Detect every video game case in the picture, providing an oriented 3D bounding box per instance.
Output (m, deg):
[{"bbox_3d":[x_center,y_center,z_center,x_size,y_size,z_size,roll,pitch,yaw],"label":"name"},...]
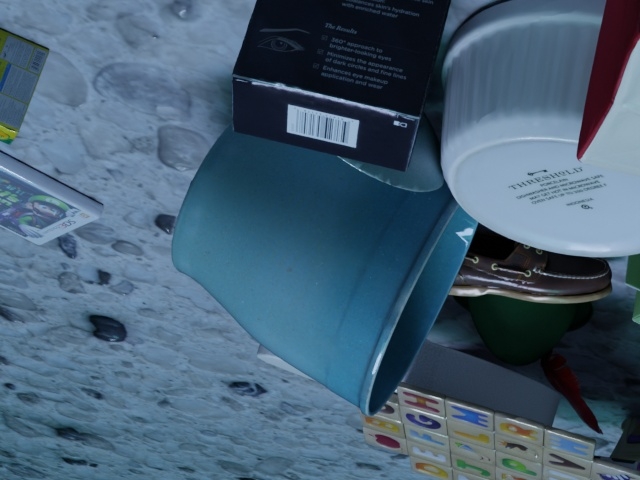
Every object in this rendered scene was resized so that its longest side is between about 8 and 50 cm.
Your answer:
[{"bbox_3d":[-0.395,-0.057,1.844,0.190,0.022,0.173,29,152,-28],"label":"video game case"}]

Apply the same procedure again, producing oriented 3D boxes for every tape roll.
[{"bbox_3d":[0.110,0.174,1.869,0.392,0.072,0.392,18,173,2],"label":"tape roll"}]

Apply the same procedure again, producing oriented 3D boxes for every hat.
[{"bbox_3d":[0.226,0.142,1.720,0.173,0.183,0.208,19,155,-7],"label":"hat"}]

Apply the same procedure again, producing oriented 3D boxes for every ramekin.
[{"bbox_3d":[0.230,-0.088,1.298,0.273,0.127,0.273,12,156,6],"label":"ramekin"}]

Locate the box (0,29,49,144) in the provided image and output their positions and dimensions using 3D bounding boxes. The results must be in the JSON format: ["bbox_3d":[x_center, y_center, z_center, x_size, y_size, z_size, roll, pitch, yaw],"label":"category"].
[{"bbox_3d":[-0.377,-0.179,1.478,0.179,0.105,0.043,24,153,-17],"label":"box"}]

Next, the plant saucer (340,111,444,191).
[{"bbox_3d":[0.042,-0.121,1.325,0.195,0.195,0.037,25,116,-21],"label":"plant saucer"}]

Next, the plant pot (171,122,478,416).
[{"bbox_3d":[0.000,0.000,1.489,0.255,0.271,0.271,27,158,12],"label":"plant pot"}]

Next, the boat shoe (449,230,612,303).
[{"bbox_3d":[0.218,0.025,1.614,0.207,0.073,0.073,2,113,13],"label":"boat shoe"}]

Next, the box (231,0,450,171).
[{"bbox_3d":[0.020,-0.159,1.227,0.156,0.158,0.093,14,153,4],"label":"box"}]

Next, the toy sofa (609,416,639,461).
[{"bbox_3d":[0.573,0.295,1.932,0.362,0.177,0.150,-12,120,45],"label":"toy sofa"}]

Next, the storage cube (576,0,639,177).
[{"bbox_3d":[0.307,-0.154,1.037,0.215,0.193,0.183,15,156,2],"label":"storage cube"}]

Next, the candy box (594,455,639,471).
[{"bbox_3d":[0.334,0.322,1.897,0.233,0.071,0.159,2,162,39],"label":"candy box"}]

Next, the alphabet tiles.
[{"bbox_3d":[0.207,0.256,1.732,0.343,0.011,0.285,15,155,15],"label":"alphabet tiles"}]

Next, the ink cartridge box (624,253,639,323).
[{"bbox_3d":[0.386,0.046,1.516,0.209,0.109,0.062,24,153,-19],"label":"ink cartridge box"}]
